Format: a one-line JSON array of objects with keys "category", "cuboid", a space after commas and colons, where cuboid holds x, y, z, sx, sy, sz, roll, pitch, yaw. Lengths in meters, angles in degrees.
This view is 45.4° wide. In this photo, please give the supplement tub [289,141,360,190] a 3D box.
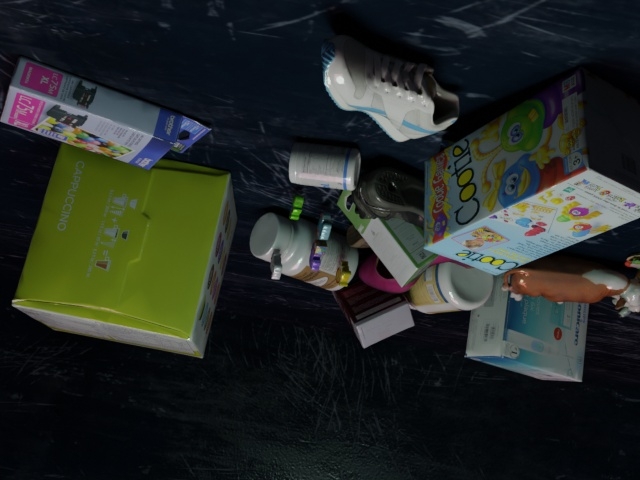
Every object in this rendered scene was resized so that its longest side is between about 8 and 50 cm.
[{"category": "supplement tub", "cuboid": [0.008, -0.121, 1.246, 0.107, 0.071, 0.071, 8, 165, 11]}]

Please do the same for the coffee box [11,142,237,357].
[{"category": "coffee box", "cuboid": [-0.375, 0.032, 1.564, 0.338, 0.338, 0.334, 12, 165, -1]}]

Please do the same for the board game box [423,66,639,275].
[{"category": "board game box", "cuboid": [0.275, -0.076, 0.986, 0.144, 0.142, 0.275, 19, 151, -29]}]

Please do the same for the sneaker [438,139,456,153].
[{"category": "sneaker", "cuboid": [0.205, -0.099, 1.174, 0.067, 0.078, 0.188, 11, 163, 3]}]

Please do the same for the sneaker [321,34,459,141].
[{"category": "sneaker", "cuboid": [0.084, -0.191, 0.925, 0.092, 0.087, 0.228, -10, 163, 36]}]

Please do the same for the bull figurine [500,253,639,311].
[{"category": "bull figurine", "cuboid": [0.523, 0.089, 1.616, 0.310, 0.101, 0.188, 13, 167, -10]}]

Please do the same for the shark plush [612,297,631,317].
[{"category": "shark plush", "cuboid": [0.734, 0.117, 1.734, 0.067, 0.073, 0.161, -2, 157, -45]}]

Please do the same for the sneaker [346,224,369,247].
[{"category": "sneaker", "cuboid": [0.120, -0.022, 1.592, 0.071, 0.066, 0.188, -2, 176, -22]}]

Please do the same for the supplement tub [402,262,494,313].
[{"category": "supplement tub", "cuboid": [0.272, 0.088, 1.704, 0.144, 0.144, 0.199, 18, 164, -26]}]

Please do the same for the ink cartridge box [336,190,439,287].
[{"category": "ink cartridge box", "cuboid": [0.125, -0.024, 1.428, 0.209, 0.062, 0.109, 53, 160, 12]}]

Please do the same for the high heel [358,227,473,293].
[{"category": "high heel", "cuboid": [0.166, 0.014, 1.579, 0.181, 0.127, 0.377, 25, 152, -32]}]

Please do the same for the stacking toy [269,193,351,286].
[{"category": "stacking toy", "cuboid": [0.000, 0.000, 1.560, 0.166, 0.052, 0.221, 7, 128, -16]}]

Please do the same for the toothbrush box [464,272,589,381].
[{"category": "toothbrush box", "cuboid": [0.508, 0.211, 1.862, 0.295, 0.216, 0.126, 21, 162, -33]}]

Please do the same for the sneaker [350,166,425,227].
[{"category": "sneaker", "cuboid": [0.146, -0.067, 1.335, 0.227, 0.087, 0.130, 16, 173, -31]}]

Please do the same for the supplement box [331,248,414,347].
[{"category": "supplement box", "cuboid": [0.107, 0.129, 1.760, 0.130, 0.239, 0.073, -23, 125, -5]}]

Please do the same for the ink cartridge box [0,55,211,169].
[{"category": "ink cartridge box", "cuboid": [-0.355, -0.193, 1.258, 0.311, 0.065, 0.185, 15, 165, -24]}]

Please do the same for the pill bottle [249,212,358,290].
[{"category": "pill bottle", "cuboid": [-0.037, 0.022, 1.698, 0.229, 0.131, 0.131, 22, 161, -38]}]

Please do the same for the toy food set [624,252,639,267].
[{"category": "toy food set", "cuboid": [0.649, 0.044, 1.517, 0.082, 0.020, 0.083, 6, 165, 18]}]
